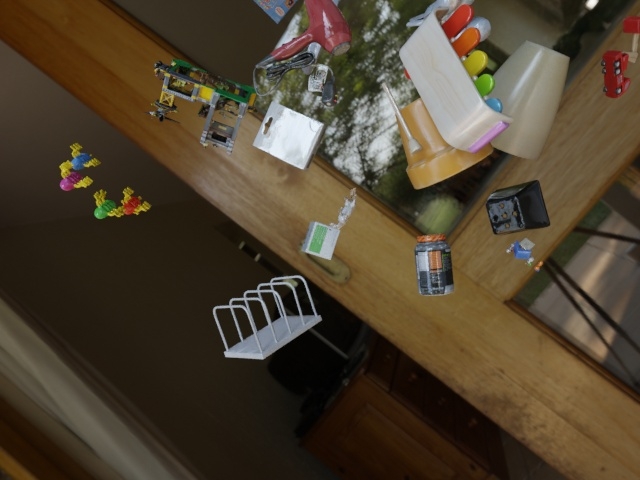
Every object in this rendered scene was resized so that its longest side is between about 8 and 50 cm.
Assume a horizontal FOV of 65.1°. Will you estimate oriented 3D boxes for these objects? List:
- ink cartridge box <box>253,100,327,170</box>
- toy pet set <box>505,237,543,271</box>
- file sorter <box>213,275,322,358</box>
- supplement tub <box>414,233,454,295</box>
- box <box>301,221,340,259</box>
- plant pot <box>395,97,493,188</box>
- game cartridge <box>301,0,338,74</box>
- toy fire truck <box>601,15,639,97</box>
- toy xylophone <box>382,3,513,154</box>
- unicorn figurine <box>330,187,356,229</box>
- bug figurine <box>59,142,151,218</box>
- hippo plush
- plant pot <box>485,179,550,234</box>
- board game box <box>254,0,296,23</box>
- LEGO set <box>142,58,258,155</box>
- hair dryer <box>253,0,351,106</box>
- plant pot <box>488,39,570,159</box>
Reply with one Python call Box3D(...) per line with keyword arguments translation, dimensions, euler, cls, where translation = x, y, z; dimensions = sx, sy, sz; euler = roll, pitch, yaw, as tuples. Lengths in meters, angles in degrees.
Box3D(translation=(-0.089, -0.302, 1.458), dimensions=(0.145, 0.179, 0.045), euler=(-65, -18, 8), cls="ink cartridge box")
Box3D(translation=(0.680, 0.054, 1.687), dimensions=(0.065, 0.122, 0.114), euler=(-37, -30, -18), cls="toy pet set")
Box3D(translation=(-0.173, 0.240, 1.625), dimensions=(0.192, 0.173, 0.277), euler=(-9, 11, 43), cls="file sorter")
Box3D(translation=(0.365, 0.076, 1.619), dimensions=(0.117, 0.116, 0.191), euler=(-15, -80, -81), cls="supplement tub")
Box3D(translation=(0.000, 0.000, 1.574), dimensions=(0.102, 0.087, 0.101), euler=(-167, 95, -79), cls="box")
Box3D(translation=(0.278, -0.253, 1.202), dimensions=(0.205, 0.188, 0.205), euler=(-28, 7, 3), cls="plant pot")
Box3D(translation=(-0.002, -0.868, 2.122), dimensions=(0.196, 0.060, 0.294), euler=(174, 117, -86), cls="game cartridge")
Box3D(translation=(0.878, -0.528, 1.452), dimensions=(0.135, 0.192, 0.047), euler=(-38, 37, -10), cls="toy fire truck")
Box3D(translation=(0.255, -0.329, 1.072), dimensions=(0.081, 0.323, 0.236), euler=(-9, -13, -37), cls="toy xylophone")
Box3D(translation=(0.078, -0.090, 1.660), dimensions=(0.162, 0.060, 0.111), euler=(-46, -13, -11), cls="unicorn figurine")
Box3D(translation=(-0.645, -0.153, 1.464), dimensions=(0.072, 0.279, 0.216), euler=(-42, 13, 18), cls="bug figurine")
Box3D(translation=(0.526, -0.826, 1.913), dimensions=(0.294, 0.237, 0.234), euler=(-33, 12, 11), cls="hippo plush")
Box3D(translation=(0.741, -0.112, 1.930), dimensions=(0.187, 0.188, 0.167), euler=(-13, 3, 44), cls="plant pot")
Box3D(translation=(-0.129, -0.877, 1.722), dimensions=(0.211, 0.039, 0.160), euler=(-46, -29, 13), cls="board game box")
Box3D(translation=(-0.357, -0.397, 1.537), dimensions=(0.255, 0.331, 0.192), euler=(-106, 35, -57), cls="LEGO set")
Box3D(translation=(-0.038, -0.476, 1.189), dimensions=(0.080, 0.223, 0.294), euler=(-5, -71, -85), cls="hair dryer")
Box3D(translation=(0.578, -0.412, 1.434), dimensions=(0.256, 0.256, 0.274), euler=(-44, -21, -59), cls="plant pot")
